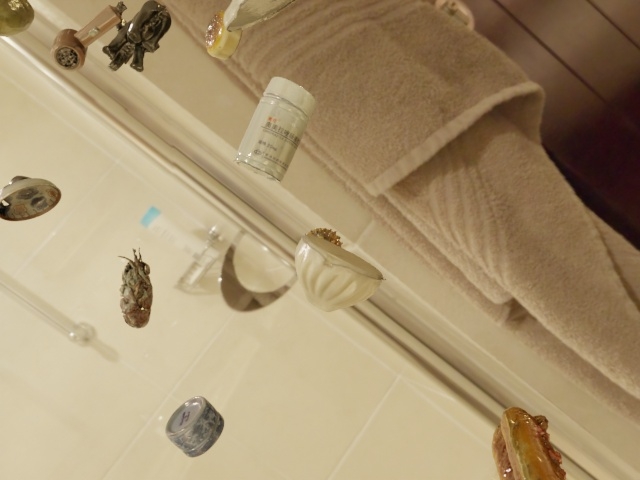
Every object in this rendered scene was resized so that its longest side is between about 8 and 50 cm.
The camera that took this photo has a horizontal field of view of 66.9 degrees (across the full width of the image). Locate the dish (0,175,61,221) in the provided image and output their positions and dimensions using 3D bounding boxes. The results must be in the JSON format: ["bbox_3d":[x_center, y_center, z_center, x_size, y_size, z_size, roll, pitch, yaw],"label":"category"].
[{"bbox_3d":[-0.693,-0.115,1.129,0.141,0.078,0.141,-33,-12,-8],"label":"dish"}]

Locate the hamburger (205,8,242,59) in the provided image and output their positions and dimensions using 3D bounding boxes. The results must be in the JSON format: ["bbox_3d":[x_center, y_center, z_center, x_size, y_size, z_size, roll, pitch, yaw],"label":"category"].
[{"bbox_3d":[-0.279,-0.588,1.376,0.127,0.082,0.141,1,73,53],"label":"hamburger"}]

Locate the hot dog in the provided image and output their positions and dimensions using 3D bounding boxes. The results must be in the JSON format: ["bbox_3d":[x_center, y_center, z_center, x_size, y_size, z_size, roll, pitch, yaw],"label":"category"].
[{"bbox_3d":[0.440,0.495,0.982,0.348,0.117,0.158,-73,-7,-66],"label":"hot dog"}]

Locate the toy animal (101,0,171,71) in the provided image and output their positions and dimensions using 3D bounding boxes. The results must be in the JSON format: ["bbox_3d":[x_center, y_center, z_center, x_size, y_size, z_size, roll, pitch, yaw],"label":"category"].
[{"bbox_3d":[-0.444,-0.488,1.186,0.245,0.114,0.146,-8,58,32],"label":"toy animal"}]

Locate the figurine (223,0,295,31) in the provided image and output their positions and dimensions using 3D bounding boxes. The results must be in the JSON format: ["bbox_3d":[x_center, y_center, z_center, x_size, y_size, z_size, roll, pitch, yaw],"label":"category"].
[{"bbox_3d":[-0.082,-0.423,0.702,0.250,0.141,0.166,-15,19,40],"label":"figurine"}]

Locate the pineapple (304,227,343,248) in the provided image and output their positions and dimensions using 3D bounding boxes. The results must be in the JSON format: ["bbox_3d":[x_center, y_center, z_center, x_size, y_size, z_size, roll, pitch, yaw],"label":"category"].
[{"bbox_3d":[0.001,0.003,2.000,0.136,0.176,0.161,82,-166,-61],"label":"pineapple"}]

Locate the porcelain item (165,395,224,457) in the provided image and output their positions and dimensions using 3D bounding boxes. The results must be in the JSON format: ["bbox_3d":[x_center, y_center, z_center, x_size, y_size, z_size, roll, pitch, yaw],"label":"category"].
[{"bbox_3d":[-0.364,0.546,1.418,0.147,0.114,0.147,-29,20,12],"label":"porcelain item"}]

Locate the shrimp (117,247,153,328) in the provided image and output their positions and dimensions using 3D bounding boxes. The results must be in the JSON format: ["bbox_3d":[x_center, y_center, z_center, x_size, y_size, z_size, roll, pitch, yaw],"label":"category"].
[{"bbox_3d":[-0.374,0.091,0.980,0.075,0.073,0.190,-15,57,10],"label":"shrimp"}]

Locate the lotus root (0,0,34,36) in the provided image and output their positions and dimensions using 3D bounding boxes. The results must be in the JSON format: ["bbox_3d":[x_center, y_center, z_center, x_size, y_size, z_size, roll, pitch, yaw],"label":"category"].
[{"bbox_3d":[-0.674,-0.486,1.033,0.077,0.090,0.183,-34,28,16],"label":"lotus root"}]

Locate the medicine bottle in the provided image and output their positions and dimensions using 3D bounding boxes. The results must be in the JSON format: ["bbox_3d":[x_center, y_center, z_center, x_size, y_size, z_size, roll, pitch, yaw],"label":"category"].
[{"bbox_3d":[-0.158,-0.391,1.725,0.190,0.190,0.331,-170,104,-83],"label":"medicine bottle"}]

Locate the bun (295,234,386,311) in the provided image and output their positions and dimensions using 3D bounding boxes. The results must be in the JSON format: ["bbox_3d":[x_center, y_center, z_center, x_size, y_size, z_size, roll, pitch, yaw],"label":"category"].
[{"bbox_3d":[0.030,0.111,1.365,0.175,0.263,0.263,-62,5,7],"label":"bun"}]

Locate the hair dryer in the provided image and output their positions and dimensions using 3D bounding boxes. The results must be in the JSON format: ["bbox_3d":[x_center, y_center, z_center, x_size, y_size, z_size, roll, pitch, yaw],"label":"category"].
[{"bbox_3d":[-0.475,-0.432,1.004,0.182,0.064,0.117,-36,40,6],"label":"hair dryer"}]
